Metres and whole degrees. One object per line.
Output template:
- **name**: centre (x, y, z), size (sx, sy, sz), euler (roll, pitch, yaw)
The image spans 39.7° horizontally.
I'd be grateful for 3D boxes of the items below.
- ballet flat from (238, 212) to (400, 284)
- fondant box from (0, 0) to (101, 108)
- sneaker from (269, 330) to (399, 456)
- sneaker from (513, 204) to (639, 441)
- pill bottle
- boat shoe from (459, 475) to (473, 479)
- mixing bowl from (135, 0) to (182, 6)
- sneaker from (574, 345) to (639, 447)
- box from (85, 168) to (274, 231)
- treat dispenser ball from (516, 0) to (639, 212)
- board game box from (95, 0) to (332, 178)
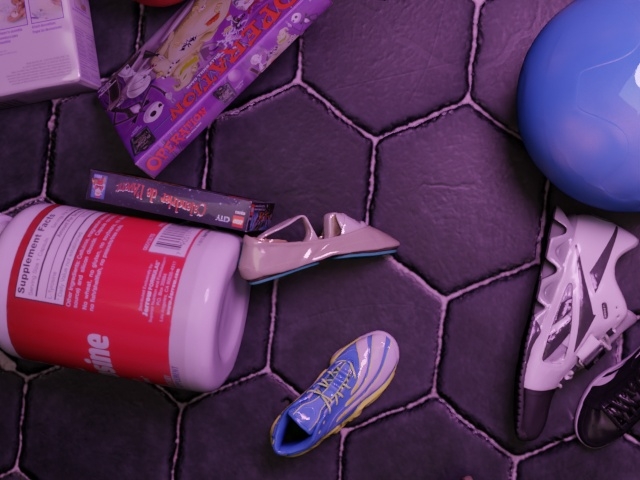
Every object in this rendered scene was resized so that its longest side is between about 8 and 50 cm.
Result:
- **ballet flat**: centre (0.000, 0.000, 1.242), size (0.248, 0.086, 0.086), euler (-12, 89, -27)
- **fondant box**: centre (-0.481, -0.375, 1.345), size (0.238, 0.096, 0.331), euler (-9, 90, 8)
- **sneaker**: centre (0.020, 0.230, 1.266), size (0.091, 0.126, 0.240), euler (43, 97, 5)
- **sneaker**: centre (0.353, 0.128, 1.219), size (0.146, 0.122, 0.331), euler (14, 93, 10)
- **pill bottle**: centre (-0.320, 0.072, 1.261), size (0.407, 0.229, 0.229), euler (9, 92, 8)
- **boat shoe**: centre (0.206, 0.396, 1.255), size (0.341, 0.123, 0.123), euler (0, 77, 8)
- **mixing bowl**: centre (-0.235, -0.407, 1.292), size (0.181, 0.098, 0.182), euler (-1, 53, 1)
- **sneaker**: centre (0.432, 0.203, 1.209), size (0.079, 0.121, 0.217), euler (41, 96, 7)
- **box**: centre (-0.196, -0.057, 1.276), size (0.232, 0.159, 0.044), euler (11, 93, 7)
- **treat dispenser ball**: centre (0.395, -0.180, 1.126), size (0.288, 0.288, 0.288), euler (0, 91, 8)
- **board game box**: centre (-0.162, -0.271, 1.269), size (0.347, 0.056, 0.208), euler (-43, 51, 6)
